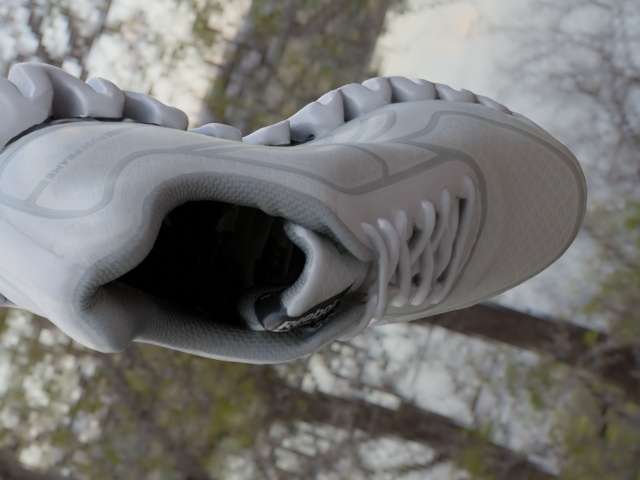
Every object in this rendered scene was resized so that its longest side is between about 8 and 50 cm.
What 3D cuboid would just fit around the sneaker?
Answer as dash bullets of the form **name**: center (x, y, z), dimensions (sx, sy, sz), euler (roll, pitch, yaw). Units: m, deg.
- **sneaker**: center (0.000, 0.000, 0.647), dimensions (0.118, 0.292, 0.110), euler (28, 115, 49)
